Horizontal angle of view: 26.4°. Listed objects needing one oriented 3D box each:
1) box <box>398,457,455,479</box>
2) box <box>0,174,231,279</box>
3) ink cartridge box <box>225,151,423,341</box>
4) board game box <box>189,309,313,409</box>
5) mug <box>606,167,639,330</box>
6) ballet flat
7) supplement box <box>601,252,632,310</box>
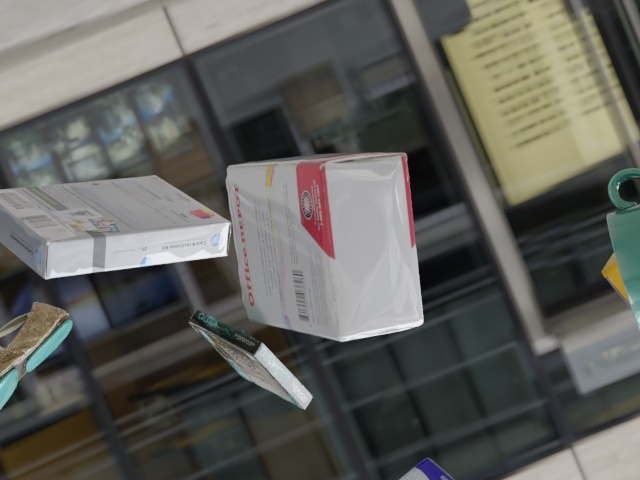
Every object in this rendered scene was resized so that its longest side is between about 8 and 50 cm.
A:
[{"bbox_3d":[0.107,0.356,1.656,0.137,0.126,0.072,-35,-128,-21],"label":"box"},{"bbox_3d":[-0.200,-0.016,1.258,0.186,0.038,0.145,-9,-155,-36],"label":"box"},{"bbox_3d":[0.000,0.000,1.788,0.131,0.226,0.306,-10,-173,-23],"label":"ink cartridge box"},{"bbox_3d":[-0.097,0.169,1.925,0.126,0.186,0.026,24,-108,33],"label":"board game box"},{"bbox_3d":[0.349,0.010,1.368,0.097,0.158,0.129,-16,-161,15],"label":"mug"},{"bbox_3d":[-0.401,0.155,1.732,0.206,0.067,0.073,-50,166,-39],"label":"ballet flat"},{"bbox_3d":[0.508,0.037,1.757,0.195,0.194,0.356,-40,173,15],"label":"supplement box"}]
